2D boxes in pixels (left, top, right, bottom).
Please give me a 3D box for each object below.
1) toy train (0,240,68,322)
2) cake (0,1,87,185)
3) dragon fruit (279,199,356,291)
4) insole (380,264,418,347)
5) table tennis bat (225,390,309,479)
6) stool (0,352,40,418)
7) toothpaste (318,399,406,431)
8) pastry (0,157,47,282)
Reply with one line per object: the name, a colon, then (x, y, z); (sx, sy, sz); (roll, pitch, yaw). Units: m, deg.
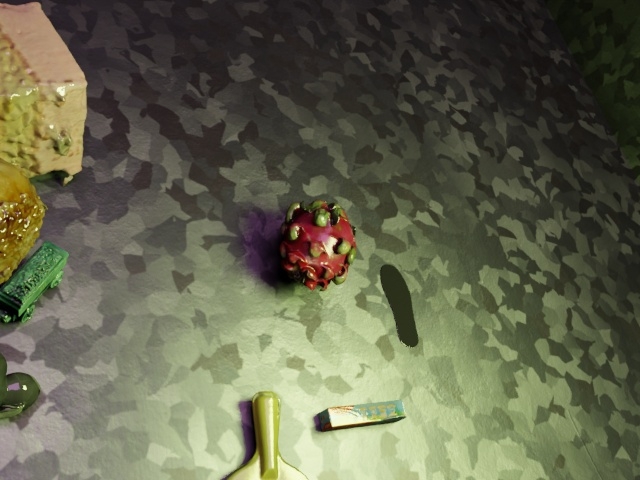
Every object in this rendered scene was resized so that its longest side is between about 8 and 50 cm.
toy train: (-0.551, 0.080, 1.255); (0.070, 0.099, 0.172); (32, 50, -4)
cake: (-0.657, -0.282, 1.297); (0.307, 0.314, 0.293); (-20, 70, -35)
dragon fruit: (-0.007, 0.007, 1.560); (0.198, 0.273, 0.218); (-45, 93, 4)
insole: (0.205, 0.165, 1.683); (0.080, 0.003, 0.232); (2, 60, -28)
table tennis bat: (-0.105, 0.479, 1.284); (0.224, 0.054, 0.369); (7, 62, -24)
stool: (-0.602, 0.224, 1.122); (0.228, 0.153, 0.139); (51, 26, -52)
toothpaste: (0.098, 0.380, 1.442); (0.193, 0.070, 0.044); (1, 62, -28)
pastry: (-0.618, -0.001, 1.148); (0.184, 0.284, 0.315); (44, 42, 5)
